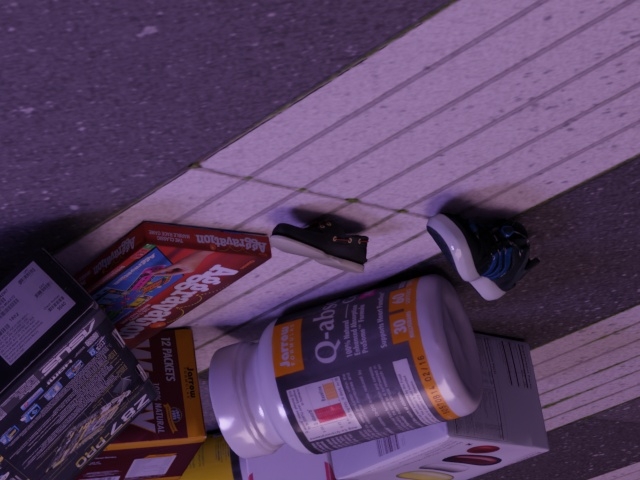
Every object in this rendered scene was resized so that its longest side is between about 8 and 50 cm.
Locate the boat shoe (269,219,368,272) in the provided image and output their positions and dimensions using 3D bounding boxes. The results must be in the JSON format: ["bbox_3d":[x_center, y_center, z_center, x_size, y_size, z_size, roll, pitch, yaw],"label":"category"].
[{"bbox_3d":[-0.001,0.000,1.586,0.049,0.042,0.133,6,173,41],"label":"boat shoe"}]

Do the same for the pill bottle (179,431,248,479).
[{"bbox_3d":[-0.186,0.337,2.269,0.208,0.119,0.119,-12,159,7],"label":"pill bottle"}]

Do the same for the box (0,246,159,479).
[{"bbox_3d":[-0.346,0.217,1.560,0.395,0.097,0.318,-45,160,-10],"label":"box"}]

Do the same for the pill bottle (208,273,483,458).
[{"bbox_3d":[0.028,0.147,1.806,0.278,0.162,0.162,-17,158,17],"label":"pill bottle"}]

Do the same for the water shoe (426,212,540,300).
[{"bbox_3d":[0.167,0.000,1.647,0.080,0.073,0.203,-36,159,7],"label":"water shoe"}]

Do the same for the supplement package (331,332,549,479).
[{"bbox_3d":[0.143,0.215,2.056,0.203,0.149,0.194,13,150,-44],"label":"supplement package"}]

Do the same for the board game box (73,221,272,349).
[{"bbox_3d":[-0.187,0.052,1.656,0.145,0.027,0.281,5,155,-36],"label":"board game box"}]

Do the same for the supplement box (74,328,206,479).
[{"bbox_3d":[-0.246,0.198,1.863,0.191,0.129,0.194,-3,158,-16],"label":"supplement box"}]

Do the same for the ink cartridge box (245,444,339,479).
[{"bbox_3d":[-0.016,0.351,2.256,0.117,0.207,0.283,-11,159,7],"label":"ink cartridge box"}]
